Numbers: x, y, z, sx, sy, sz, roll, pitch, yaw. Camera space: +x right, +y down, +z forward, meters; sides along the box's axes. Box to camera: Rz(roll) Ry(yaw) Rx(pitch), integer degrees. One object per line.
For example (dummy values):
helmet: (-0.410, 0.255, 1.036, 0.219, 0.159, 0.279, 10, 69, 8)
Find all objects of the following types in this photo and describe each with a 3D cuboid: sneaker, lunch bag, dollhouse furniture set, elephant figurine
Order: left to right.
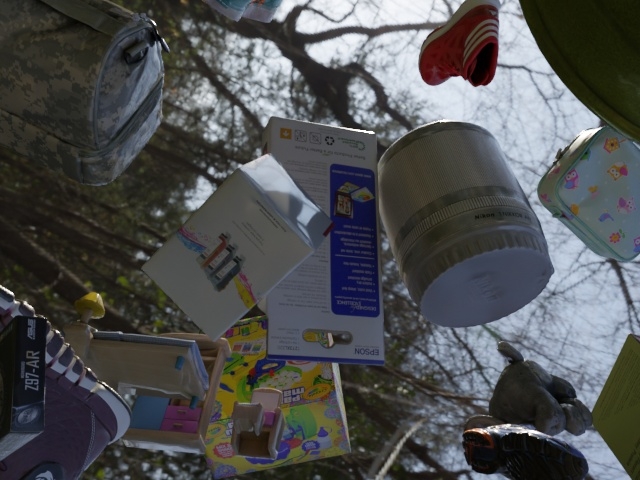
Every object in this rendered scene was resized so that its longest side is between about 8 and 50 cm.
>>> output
sneaker: (-0.301, 0.154, 0.588, 0.106, 0.281, 0.163, -1, -135, 38)
lunch bag: (-0.376, -0.256, 0.918, 0.213, 0.305, 0.256, -60, 176, -30)
dollhouse furniture set: (-0.207, 0.173, 1.019, 0.303, 0.286, 0.198, 84, 12, -46)
sneaker: (-0.127, -0.431, 1.050, 0.121, 0.108, 0.302, -55, 178, 22)
sneaker: (0.227, -0.298, 1.098, 0.221, 0.087, 0.128, 124, -28, -65)
elephant figurine: (0.334, 0.336, 1.136, 0.239, 0.169, 0.186, -54, -151, 28)
sneaker: (0.295, 0.295, 0.926, 0.221, 0.087, 0.083, -12, -90, 65)
lunch bag: (0.620, -0.099, 1.423, 0.224, 0.279, 0.108, -50, -168, 3)

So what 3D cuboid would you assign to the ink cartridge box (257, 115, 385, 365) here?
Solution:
ink cartridge box: (0.000, 0.000, 0.964, 0.069, 0.175, 0.371, 132, -40, -61)

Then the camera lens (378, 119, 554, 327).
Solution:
camera lens: (0.210, -0.032, 1.010, 0.219, 0.219, 0.274, -48, -140, 36)

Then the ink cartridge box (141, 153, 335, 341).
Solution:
ink cartridge box: (-0.096, 0.006, 0.784, 0.176, 0.127, 0.128, -41, -176, 20)

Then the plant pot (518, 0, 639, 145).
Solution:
plant pot: (0.346, -0.260, 0.371, 0.353, 0.366, 0.367, 108, -1, -80)

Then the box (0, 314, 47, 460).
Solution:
box: (-0.186, 0.090, 0.386, 0.083, 0.018, 0.067, -34, -125, 40)

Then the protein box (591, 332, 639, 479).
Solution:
protein box: (0.618, 0.311, 1.160, 0.201, 0.135, 0.200, -97, -159, -70)

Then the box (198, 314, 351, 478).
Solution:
box: (-0.105, 0.313, 1.384, 0.279, 0.289, 0.177, -98, 176, -55)
